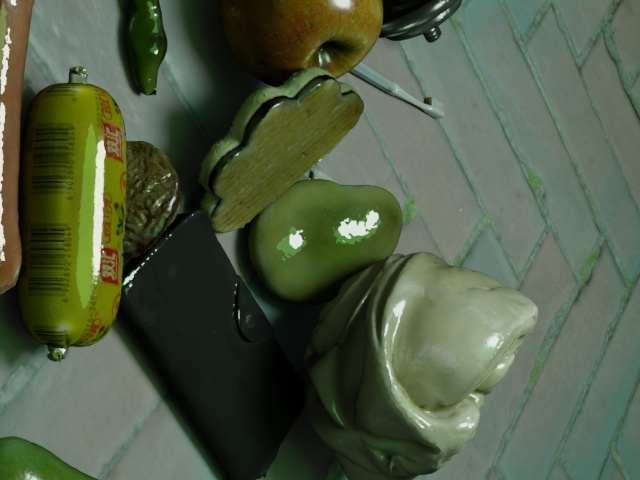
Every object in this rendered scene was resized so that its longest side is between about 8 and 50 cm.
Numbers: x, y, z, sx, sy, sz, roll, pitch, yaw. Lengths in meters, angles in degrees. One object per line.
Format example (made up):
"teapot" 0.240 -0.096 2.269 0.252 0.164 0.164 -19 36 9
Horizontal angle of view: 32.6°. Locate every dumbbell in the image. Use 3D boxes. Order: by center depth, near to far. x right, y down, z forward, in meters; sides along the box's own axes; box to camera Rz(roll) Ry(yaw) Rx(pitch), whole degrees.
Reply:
"dumbbell" 0.120 -0.440 1.734 0.290 0.192 0.192 58 49 -28

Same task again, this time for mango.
"mango" -0.302 0.330 1.249 0.156 0.114 0.251 -55 127 -27

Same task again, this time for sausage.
"sausage" -0.370 -0.146 1.221 0.094 0.094 0.419 7 83 -38
"sausage" -0.290 -0.033 1.282 0.123 0.123 0.347 7 83 -48

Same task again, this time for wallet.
"wallet" -0.140 0.149 1.498 0.197 0.051 0.378 -51 125 -39

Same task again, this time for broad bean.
"broad bean" -0.227 -0.291 1.434 0.061 0.046 0.195 17 73 -44
"broad bean" 0.000 0.000 1.637 0.263 0.121 0.189 -12 102 -33

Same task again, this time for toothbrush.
"toothbrush" 0.106 -0.267 1.827 0.342 0.025 0.030 18 69 -47

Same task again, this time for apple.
"apple" -0.033 -0.328 1.518 0.237 0.237 0.208 -3 61 -49

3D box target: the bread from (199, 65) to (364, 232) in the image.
"bread" -0.062 -0.139 1.488 0.286 0.056 0.207 -41 154 -13

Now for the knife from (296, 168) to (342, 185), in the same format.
"knife" -0.008 -0.087 1.690 0.297 0.017 0.047 25 65 -45

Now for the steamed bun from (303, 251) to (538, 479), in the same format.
"steamed bun" 0.110 0.163 1.568 0.255 0.367 0.342 36 55 -9

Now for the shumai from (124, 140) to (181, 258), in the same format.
"shumai" -0.240 -0.043 1.384 0.123 0.105 0.139 15 59 -2
